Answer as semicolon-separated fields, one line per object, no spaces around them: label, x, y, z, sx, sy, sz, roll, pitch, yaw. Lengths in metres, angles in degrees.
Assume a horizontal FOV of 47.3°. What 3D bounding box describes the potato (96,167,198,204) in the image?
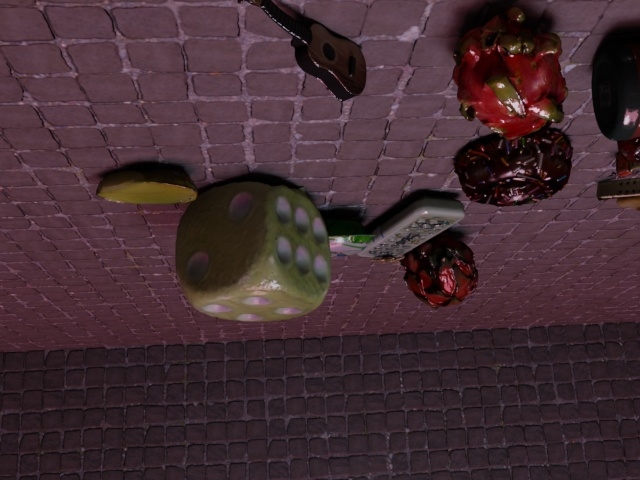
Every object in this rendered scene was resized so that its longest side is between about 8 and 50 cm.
potato;-0.334;-0.110;1.419;0.198;0.054;0.119;-4;163;17

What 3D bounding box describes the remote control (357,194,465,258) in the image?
remote control;0.204;-0.030;1.740;0.128;0.066;0.335;7;160;-23

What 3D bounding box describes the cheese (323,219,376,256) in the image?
cheese;0.000;0.000;1.756;0.204;0.083;0.320;1;174;-39

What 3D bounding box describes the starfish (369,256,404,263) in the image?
starfish;0.168;0.050;1.855;0.086;0.016;0.092;-2;173;-6

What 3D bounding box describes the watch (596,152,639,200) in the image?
watch;0.667;-0.141;1.479;0.268;0.102;0.165;-8;157;41

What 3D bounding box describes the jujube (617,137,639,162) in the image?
jujube;0.591;-0.200;1.259;0.166;0.104;0.104;-29;152;25

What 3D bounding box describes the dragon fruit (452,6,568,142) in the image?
dragon fruit;0.263;-0.228;1.013;0.166;0.160;0.172;36;-173;40

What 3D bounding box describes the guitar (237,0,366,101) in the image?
guitar;-0.033;-0.272;0.962;0.038;0.084;0.271;-15;152;37

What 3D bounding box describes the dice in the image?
dice;-0.140;0.026;1.542;0.249;0.254;0.252;-14;158;28

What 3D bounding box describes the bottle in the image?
bottle;0.586;-0.235;1.073;0.336;0.144;0.144;-6;162;3

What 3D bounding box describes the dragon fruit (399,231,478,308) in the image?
dragon fruit;0.310;0.074;1.885;0.193;0.192;0.274;-6;160;-7

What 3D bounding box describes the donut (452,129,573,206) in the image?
donut;0.377;-0.133;1.427;0.235;0.089;0.235;-2;163;-1

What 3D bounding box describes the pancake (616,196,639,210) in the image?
pancake;0.830;-0.113;1.628;0.257;0.056;0.212;-8;170;-11
